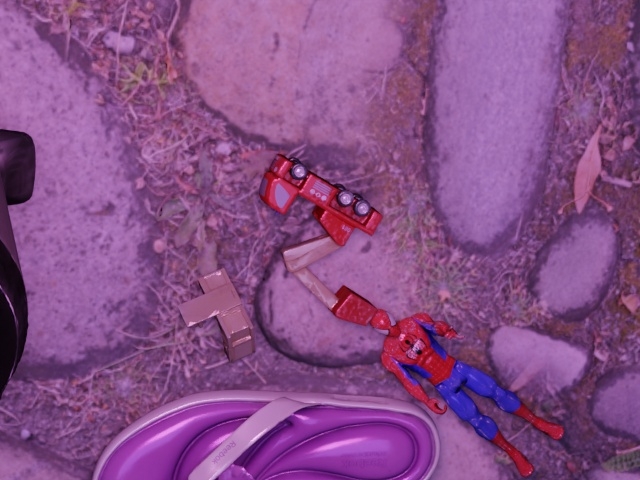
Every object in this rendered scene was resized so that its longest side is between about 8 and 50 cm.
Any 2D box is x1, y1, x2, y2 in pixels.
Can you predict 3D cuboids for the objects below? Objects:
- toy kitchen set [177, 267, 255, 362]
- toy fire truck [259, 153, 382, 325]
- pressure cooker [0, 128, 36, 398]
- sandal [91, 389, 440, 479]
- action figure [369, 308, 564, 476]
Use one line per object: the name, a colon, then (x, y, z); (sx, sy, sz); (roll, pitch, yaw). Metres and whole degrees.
toy kitchen set: (-0.123, 0.093, 2.048); (0.068, 0.075, 0.083); (-23, 65, -11)
toy fire truck: (0.000, 0.000, 2.049); (0.192, 0.047, 0.135); (29, 95, -16)
pressure cooker: (-0.485, -0.021, 1.758); (0.375, 0.420, 0.370); (-39, 132, 14)
sandal: (-0.058, 0.254, 2.056); (0.416, 0.102, 0.169); (-9, 103, -11)
action figure: (0.172, 0.174, 2.081); (0.280, 0.139, 0.091); (39, 89, -14)
